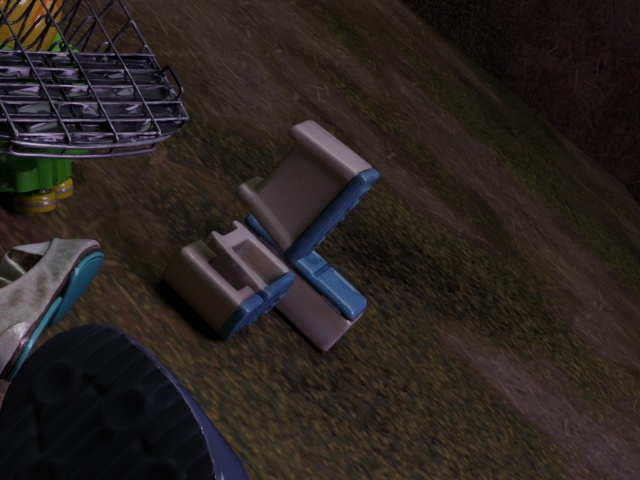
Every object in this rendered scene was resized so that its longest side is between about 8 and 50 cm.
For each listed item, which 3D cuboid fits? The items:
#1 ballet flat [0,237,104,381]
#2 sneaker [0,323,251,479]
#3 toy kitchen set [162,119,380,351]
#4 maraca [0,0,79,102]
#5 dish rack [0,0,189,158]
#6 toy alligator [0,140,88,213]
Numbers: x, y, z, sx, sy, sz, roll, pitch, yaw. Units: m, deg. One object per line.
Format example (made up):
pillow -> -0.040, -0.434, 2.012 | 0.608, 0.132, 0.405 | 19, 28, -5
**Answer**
ballet flat -> -0.167, 0.026, 0.805 | 0.052, 0.057, 0.168 | 32, 16, -3
sneaker -> -0.043, 0.181, 0.656 | 0.319, 0.112, 0.131 | 55, 3, 29
toy kitchen set -> 0.000, 0.000, 1.063 | 0.122, 0.166, 0.207 | 44, 16, 3
maraca -> -0.242, -0.179, 1.077 | 0.186, 0.099, 0.127 | 56, 28, -7
dish rack -> -0.211, -0.150, 0.909 | 0.208, 0.074, 0.271 | -7, 57, -47
toy alligator -> -0.194, -0.060, 0.973 | 0.051, 0.056, 0.190 | 3, 16, 6
